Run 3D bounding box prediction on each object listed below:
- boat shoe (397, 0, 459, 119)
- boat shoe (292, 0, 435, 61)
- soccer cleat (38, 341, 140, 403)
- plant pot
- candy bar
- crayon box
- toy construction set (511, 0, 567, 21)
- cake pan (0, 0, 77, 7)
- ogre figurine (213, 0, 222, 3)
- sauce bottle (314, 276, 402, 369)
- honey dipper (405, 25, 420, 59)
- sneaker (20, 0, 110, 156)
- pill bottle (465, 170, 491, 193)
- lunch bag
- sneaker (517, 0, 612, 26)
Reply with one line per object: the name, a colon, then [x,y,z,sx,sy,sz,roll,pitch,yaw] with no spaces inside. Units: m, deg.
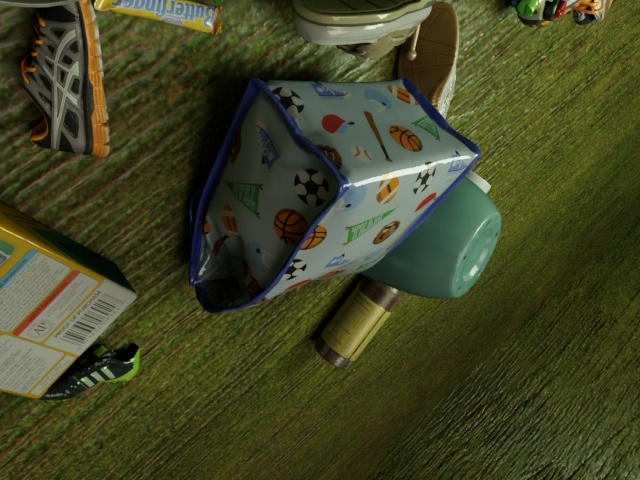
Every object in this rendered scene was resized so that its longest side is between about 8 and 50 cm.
boat shoe: [0.197,-0.290,0.963,0.096,0.098,0.277,-47,148,-53]
boat shoe: [0.069,-0.310,0.748,0.302,0.113,0.103,-32,155,-41]
soccer cleat: [-0.373,0.206,0.843,0.178,0.060,0.072,-6,118,-53]
plant pot: [0.216,-0.018,1.063,0.293,0.235,0.293,-35,141,-35]
candy bar: [-0.183,-0.271,0.611,0.161,0.018,0.040,-6,108,-45]
crayon box: [-0.411,0.062,0.633,0.203,0.083,0.323,-46,146,-3]
toy construction set: [0.397,-0.516,0.897,0.327,0.151,0.215,-44,152,-2]
cake pan: [-0.244,-0.335,0.397,0.293,0.054,0.293,-18,121,-31]
ogre figurine: [-0.056,-0.365,0.600,0.118,0.097,0.197,-1,113,-34]
sauce bottle: [0.124,0.153,1.281,0.344,0.111,0.111,-52,145,6]
honey dipper: [0.164,-0.380,0.863,0.030,0.030,0.161,-14,125,-40]
sneaker: [-0.273,-0.185,0.552,0.083,0.084,0.215,-6,123,-21]
pill bottle: [0.305,-0.066,1.259,0.216,0.121,0.121,-56,145,10]
lunch bag: [-0.009,-0.051,0.821,0.327,0.239,0.385,-16,150,-41]
sneaker: [0.531,-0.501,1.084,0.321,0.124,0.180,-42,144,-10]
